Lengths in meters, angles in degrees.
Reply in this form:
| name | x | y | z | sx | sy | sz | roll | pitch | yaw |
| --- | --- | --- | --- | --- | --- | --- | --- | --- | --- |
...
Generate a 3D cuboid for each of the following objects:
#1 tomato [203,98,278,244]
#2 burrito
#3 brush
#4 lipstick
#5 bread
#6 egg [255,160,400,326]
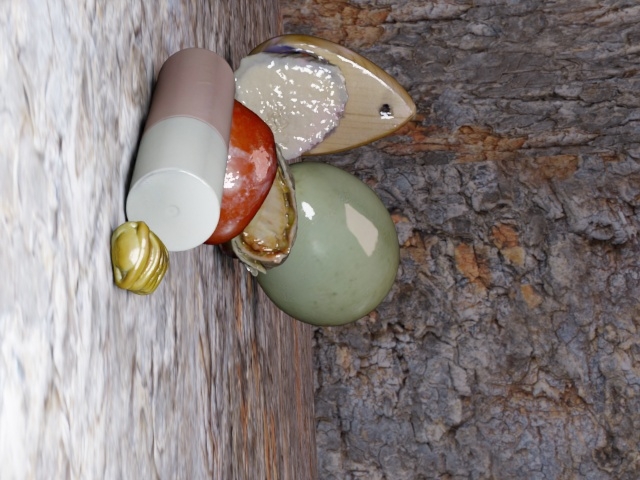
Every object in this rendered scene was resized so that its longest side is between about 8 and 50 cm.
| name | x | y | z | sx | sy | sz | roll | pitch | yaw |
| --- | --- | --- | --- | --- | --- | --- | --- | --- | --- |
| tomato | -0.088 | -0.076 | 1.416 | 0.139 | 0.091 | 0.159 | -82 | 170 | -76 |
| burrito | -0.076 | -0.044 | 1.633 | 0.348 | 0.107 | 0.175 | 86 | -14 | -83 |
| brush | 0.006 | -0.192 | 1.940 | 0.166 | 0.266 | 0.174 | -94 | -172 | -75 |
| lipstick | -0.107 | -0.080 | 1.111 | 0.254 | 0.070 | 0.070 | -91 | 176 | -63 |
| bread | -0.124 | 0.014 | 0.969 | 0.088 | 0.033 | 0.049 | 78 | 14 | -80 |
| egg | 0.000 | 0.000 | 2.022 | 0.295 | 0.218 | 0.218 | 65 | 18 | -54 |
